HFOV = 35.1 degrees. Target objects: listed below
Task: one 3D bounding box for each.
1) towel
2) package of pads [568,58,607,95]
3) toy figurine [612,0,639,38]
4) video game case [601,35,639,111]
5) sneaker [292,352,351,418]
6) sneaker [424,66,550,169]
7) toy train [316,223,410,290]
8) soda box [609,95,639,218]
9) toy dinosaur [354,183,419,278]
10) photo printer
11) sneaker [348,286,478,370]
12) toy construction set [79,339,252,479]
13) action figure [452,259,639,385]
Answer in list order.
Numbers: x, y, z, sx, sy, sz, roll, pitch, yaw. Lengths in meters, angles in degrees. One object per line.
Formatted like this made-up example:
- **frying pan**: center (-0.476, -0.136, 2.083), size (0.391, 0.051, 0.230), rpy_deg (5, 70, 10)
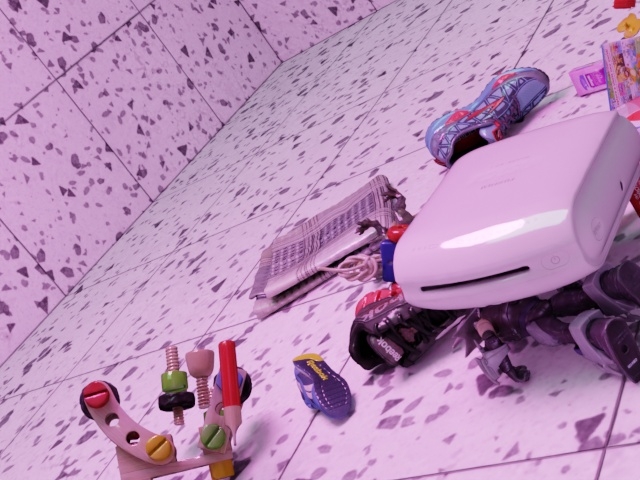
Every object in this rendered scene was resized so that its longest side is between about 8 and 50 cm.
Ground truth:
- **towel**: center (0.000, 0.000, 1.977), size (0.324, 0.056, 0.312), rpy_deg (-32, 19, 14)
- **package of pads**: center (0.491, -0.293, 1.818), size (0.032, 0.050, 0.083), rpy_deg (-42, 18, -33)
- **toy figurine**: center (0.646, -0.405, 1.620), size (0.217, 0.191, 0.362), rpy_deg (-4, 21, -10)
- **video game case**: center (0.518, -0.267, 1.612), size (0.015, 0.119, 0.166), rpy_deg (-13, 7, -28)
- **sneaker**: center (0.004, 0.219, 1.455), size (0.053, 0.059, 0.144), rpy_deg (-10, 28, -20)
- **sneaker**: center (0.326, -0.216, 1.897), size (0.262, 0.104, 0.125), rpy_deg (-36, 35, 15)
- **toy train**: center (0.131, 0.014, 1.532), size (0.248, 0.105, 0.143), rpy_deg (0, 18, 16)
- **soda box**: center (0.461, -0.117, 1.394), size (0.092, 0.083, 0.263), rpy_deg (-28, 20, 23)
- **toy dinosaur**: center (0.136, -0.031, 1.767), size (0.118, 0.064, 0.268), rpy_deg (32, 62, 30)
- **photo printer**: center (0.238, -0.031, 1.230), size (0.256, 0.107, 0.307), rpy_deg (-15, 23, 36)
- **sneaker**: center (0.136, 0.106, 1.392), size (0.276, 0.097, 0.135), rpy_deg (-30, 20, 43)
- **toy construction set**: center (-0.193, 0.294, 1.424), size (0.309, 0.258, 0.237), rpy_deg (-38, 55, 54)
- **action figure**: center (0.273, 0.095, 1.209), size (0.185, 0.099, 0.285), rpy_deg (-51, 19, -19)
